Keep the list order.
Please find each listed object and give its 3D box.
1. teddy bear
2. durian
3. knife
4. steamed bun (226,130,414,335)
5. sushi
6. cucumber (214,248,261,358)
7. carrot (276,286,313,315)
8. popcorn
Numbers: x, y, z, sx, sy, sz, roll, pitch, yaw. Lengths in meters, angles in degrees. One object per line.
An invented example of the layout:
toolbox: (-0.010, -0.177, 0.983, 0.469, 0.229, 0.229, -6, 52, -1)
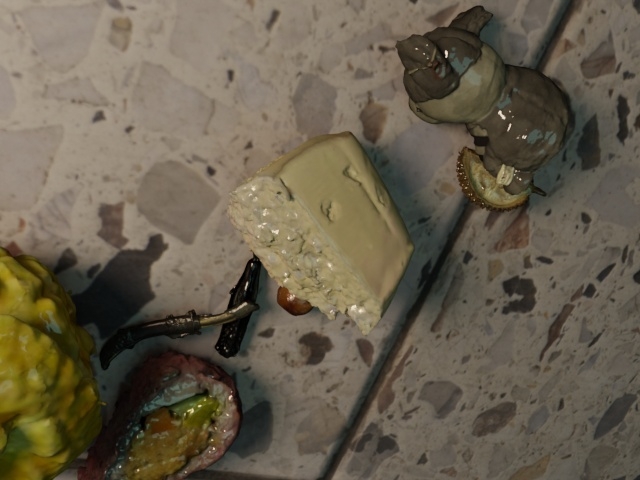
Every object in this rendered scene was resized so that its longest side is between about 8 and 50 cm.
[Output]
teddy bear: (0.197, -0.198, 0.870, 0.251, 0.144, 0.171, 37, 62, -14)
durian: (0.251, -0.088, 0.969, 0.140, 0.071, 0.111, 24, 80, -7)
knife: (-0.189, 0.112, 0.890, 0.222, 0.021, 0.046, -20, 99, -2)
steamed bun: (0.000, 0.000, 0.824, 0.226, 0.170, 0.200, 58, 43, -9)
sushi: (-0.205, 0.262, 0.914, 0.161, 0.107, 0.241, 27, 95, -29)
cucumber: (-0.107, 0.081, 0.918, 0.038, 0.043, 0.163, 21, 105, 14)
carrot: (0.000, 0.031, 0.934, 0.055, 0.055, 0.162, 36, 89, -32)
popcorn: (-0.360, 0.143, 0.708, 0.247, 0.282, 0.282, -34, 123, -13)
